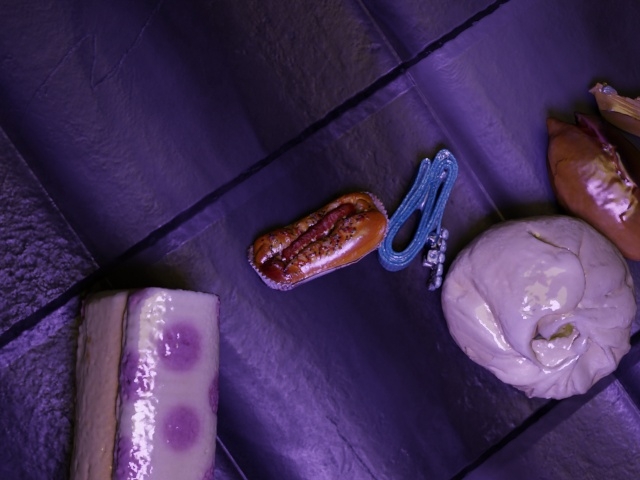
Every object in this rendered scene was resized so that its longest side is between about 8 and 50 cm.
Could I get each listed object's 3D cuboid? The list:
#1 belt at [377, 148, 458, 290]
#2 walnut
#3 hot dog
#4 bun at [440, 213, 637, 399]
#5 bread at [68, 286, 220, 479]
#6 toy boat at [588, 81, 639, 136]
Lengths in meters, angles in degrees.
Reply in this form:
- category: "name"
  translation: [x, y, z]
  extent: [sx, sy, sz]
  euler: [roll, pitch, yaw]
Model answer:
- category: "belt"
  translation: [0.147, -0.033, 1.579]
  extent: [0.100, 0.065, 0.179]
  euler: [25, 82, 1]
- category: "walnut"
  translation: [0.389, -0.073, 1.600]
  extent: [0.137, 0.137, 0.245]
  euler: [-38, 93, -12]
- category: "hot dog"
  translation: [0.000, 0.000, 1.532]
  extent: [0.191, 0.059, 0.108]
  euler: [-28, 48, -8]
- category: "bun"
  translation: [0.298, 0.089, 1.532]
  extent: [0.259, 0.160, 0.259]
  euler: [-3, 104, -11]
- category: "bread"
  translation: [-0.210, 0.227, 1.420]
  extent: [0.155, 0.187, 0.338]
  euler: [9, 82, -40]
- category: "toy boat"
  translation: [0.446, -0.181, 1.661]
  extent: [0.149, 0.047, 0.049]
  euler: [22, 68, -12]
